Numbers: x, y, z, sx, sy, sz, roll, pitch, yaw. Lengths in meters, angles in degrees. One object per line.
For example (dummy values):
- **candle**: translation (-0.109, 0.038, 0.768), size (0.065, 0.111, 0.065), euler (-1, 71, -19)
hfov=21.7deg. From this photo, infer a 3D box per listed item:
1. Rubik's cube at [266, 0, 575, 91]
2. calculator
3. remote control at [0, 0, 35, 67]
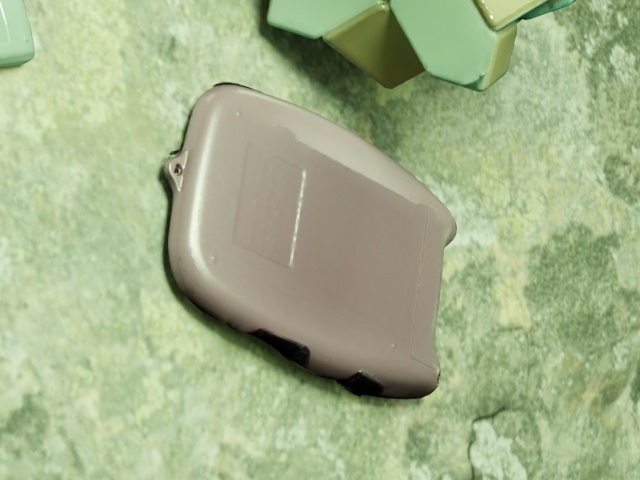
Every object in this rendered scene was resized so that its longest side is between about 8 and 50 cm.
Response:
- **Rubik's cube**: translation (0.094, -0.226, 1.231), size (0.224, 0.265, 0.213), euler (67, 27, -8)
- **calculator**: translation (0.001, 0.000, 1.225), size (0.294, 0.043, 0.194), euler (28, 62, -39)
- **remote control**: translation (-0.239, -0.128, 1.007), size (0.162, 0.029, 0.061), euler (-18, 95, -48)
